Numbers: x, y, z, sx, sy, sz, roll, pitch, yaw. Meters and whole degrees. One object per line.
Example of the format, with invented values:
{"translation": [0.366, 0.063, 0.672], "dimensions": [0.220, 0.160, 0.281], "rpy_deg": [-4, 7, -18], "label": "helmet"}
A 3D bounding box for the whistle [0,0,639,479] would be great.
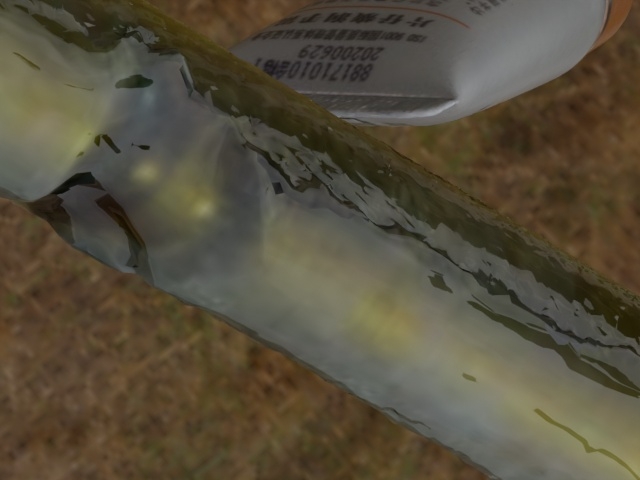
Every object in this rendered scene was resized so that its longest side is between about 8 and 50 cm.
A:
{"translation": [0.001, -0.001, 0.428], "dimensions": [0.326, 0.068, 0.057], "rpy_deg": [29, 116, -19], "label": "whistle"}

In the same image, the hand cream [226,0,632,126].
{"translation": [0.062, -0.100, 0.880], "dimensions": [0.314, 0.140, 0.089], "rpy_deg": [-26, 116, -54], "label": "hand cream"}
